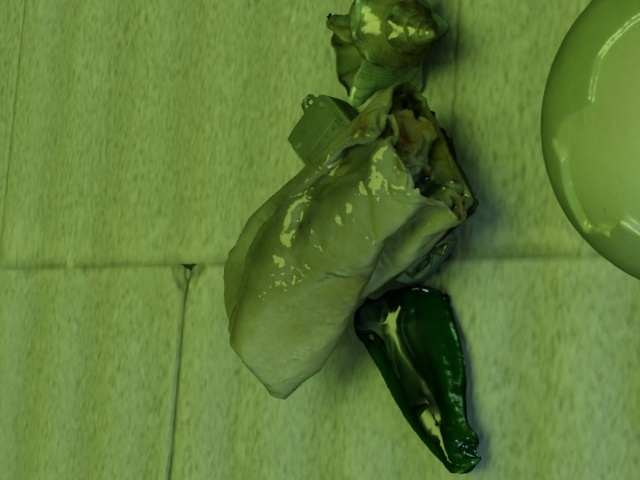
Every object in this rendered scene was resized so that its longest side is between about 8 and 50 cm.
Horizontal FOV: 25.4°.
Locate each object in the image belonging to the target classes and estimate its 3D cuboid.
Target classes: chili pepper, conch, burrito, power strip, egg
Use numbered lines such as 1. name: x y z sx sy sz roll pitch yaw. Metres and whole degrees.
1. chili pepper: 0.110 0.140 1.449 0.108 0.062 0.216 -43 58 28
2. conch: 0.075 -0.208 1.525 0.234 0.114 0.137 136 145 -71
3. burrito: 0.000 0.002 1.452 0.332 0.135 0.190 -45 56 26
4. power strip: 0.055 -0.056 1.541 0.078 0.052 0.272 -53 53 22
5. egg: 0.313 -0.093 1.109 0.278 0.336 0.278 0 98 2
